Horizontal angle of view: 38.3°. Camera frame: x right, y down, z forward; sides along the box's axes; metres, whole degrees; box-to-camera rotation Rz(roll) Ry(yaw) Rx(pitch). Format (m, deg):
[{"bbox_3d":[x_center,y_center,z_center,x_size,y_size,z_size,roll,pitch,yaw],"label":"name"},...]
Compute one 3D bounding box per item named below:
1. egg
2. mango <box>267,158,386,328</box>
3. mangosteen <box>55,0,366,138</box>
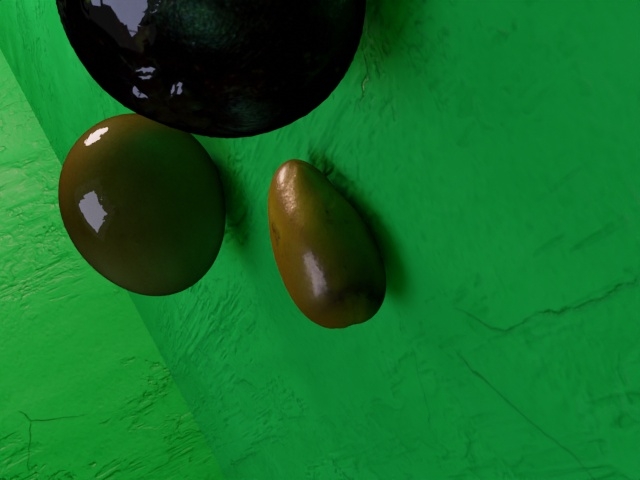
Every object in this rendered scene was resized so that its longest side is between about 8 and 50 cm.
[{"bbox_3d":[-0.275,-0.049,1.452,0.250,0.250,0.322,46,158,39],"label":"egg"},{"bbox_3d":[0.000,0.000,1.072,0.145,0.112,0.219,104,148,-60],"label":"mango"},{"bbox_3d":[-0.091,-0.233,0.812,0.288,0.288,0.288,49,155,33],"label":"mangosteen"}]
